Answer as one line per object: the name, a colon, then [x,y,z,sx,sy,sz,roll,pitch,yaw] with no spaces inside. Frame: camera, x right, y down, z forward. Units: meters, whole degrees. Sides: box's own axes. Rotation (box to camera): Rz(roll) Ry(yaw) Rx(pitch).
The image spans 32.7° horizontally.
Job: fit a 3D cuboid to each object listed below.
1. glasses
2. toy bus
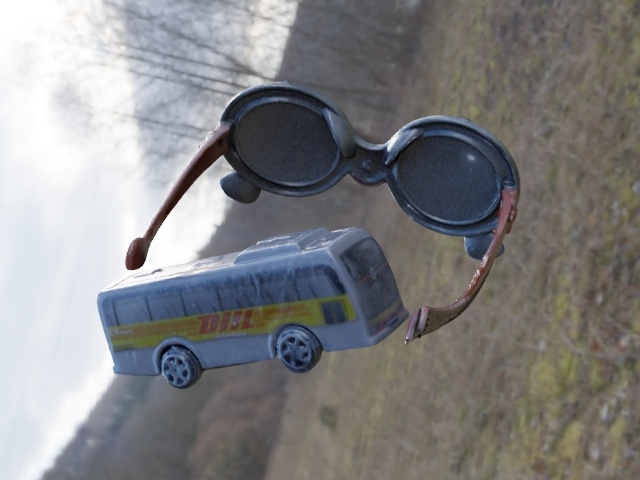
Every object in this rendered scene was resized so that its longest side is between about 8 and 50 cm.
glasses: [0.000,0.000,0.723,0.268,0.234,0.118,-58,-20,-54]
toy bus: [-0.045,0.041,0.661,0.064,0.190,0.075,-28,-77,-59]
